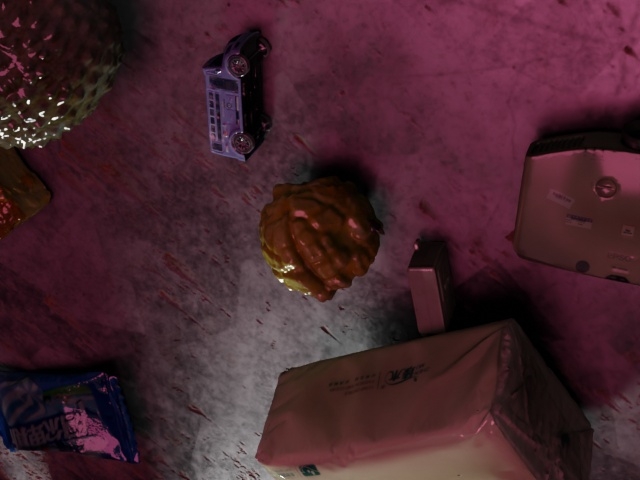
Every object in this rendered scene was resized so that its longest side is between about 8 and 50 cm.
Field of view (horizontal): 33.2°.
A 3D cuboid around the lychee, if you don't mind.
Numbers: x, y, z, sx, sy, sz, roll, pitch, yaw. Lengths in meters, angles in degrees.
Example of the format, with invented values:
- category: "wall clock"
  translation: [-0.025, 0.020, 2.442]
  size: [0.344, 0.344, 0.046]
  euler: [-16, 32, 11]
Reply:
- category: "lychee"
  translation: [-0.390, -0.258, 1.400]
  size: [0.255, 0.274, 0.255]
  euler: [25, 157, 11]

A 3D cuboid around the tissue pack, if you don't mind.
- category: "tissue pack"
  translation: [0.150, 0.284, 1.491]
  size: [0.380, 0.207, 0.297]
  euler: [-18, 128, 32]

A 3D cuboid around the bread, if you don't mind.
- category: "bread"
  translation: [-0.574, -0.060, 1.673]
  size: [0.274, 0.114, 0.185]
  euler: [-26, 107, 30]

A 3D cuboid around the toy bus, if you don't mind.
- category: "toy bus"
  translation: [-0.113, -0.194, 1.424]
  size: [0.076, 0.073, 0.167]
  euler: [11, 123, 18]

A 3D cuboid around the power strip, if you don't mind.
- category: "power strip"
  translation: [0.158, 0.084, 1.479]
  size: [0.042, 0.075, 0.175]
  euler: [-2, 120, 21]

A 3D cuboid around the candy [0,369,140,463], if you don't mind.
- category: "candy"
  translation: [-0.458, 0.302, 1.862]
  size: [0.331, 0.077, 0.187]
  euler: [-2, 116, 26]

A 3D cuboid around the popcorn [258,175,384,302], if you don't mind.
- category: "popcorn"
  translation: [0.005, -0.005, 1.445]
  size: [0.173, 0.173, 0.142]
  euler: [31, 134, 2]

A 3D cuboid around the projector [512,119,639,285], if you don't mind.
- category: "projector"
  translation: [0.379, -0.047, 1.300]
  size: [0.269, 0.088, 0.194]
  euler: [11, 122, 15]
